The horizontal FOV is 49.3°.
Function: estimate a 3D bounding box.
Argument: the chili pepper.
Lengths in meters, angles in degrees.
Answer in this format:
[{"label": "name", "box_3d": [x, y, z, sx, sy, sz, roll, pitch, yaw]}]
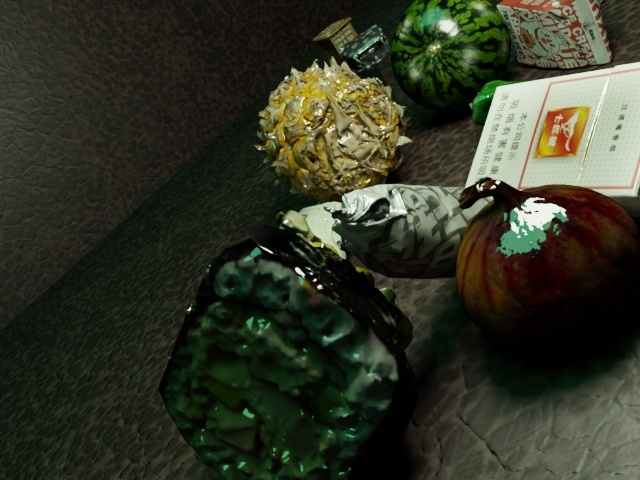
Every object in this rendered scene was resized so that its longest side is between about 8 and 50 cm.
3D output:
[{"label": "chili pepper", "box_3d": [0.406, -0.272, 1.414, 0.136, 0.099, 0.270, -54, 30, -12]}]

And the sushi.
[{"label": "sushi", "box_3d": [-0.021, 0.152, 0.961, 0.327, 0.329, 0.285, -67, -11, 20]}]

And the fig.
[{"label": "fig", "box_3d": [0.282, 0.028, 0.888, 0.235, 0.214, 0.235, -9, 42, 8]}]

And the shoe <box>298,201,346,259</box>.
[{"label": "shoe", "box_3d": [0.000, 0.000, 1.413, 0.210, 0.132, 0.342, -44, 20, -13]}]

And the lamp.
[{"label": "lamp", "box_3d": [0.112, -0.410, 1.800, 0.090, 0.325, 0.089, -43, 23, -13]}]

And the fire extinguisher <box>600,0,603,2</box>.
[{"label": "fire extinguisher", "box_3d": [0.669, -0.589, 1.753, 0.083, 0.025, 0.038, -27, 47, 21]}]

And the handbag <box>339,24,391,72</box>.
[{"label": "handbag", "box_3d": [0.118, -0.431, 1.628, 0.115, 0.072, 0.139, -31, 33, 5]}]

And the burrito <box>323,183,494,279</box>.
[{"label": "burrito", "box_3d": [0.147, -0.013, 0.983, 0.101, 0.138, 0.446, -15, -8, 38]}]

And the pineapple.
[{"label": "pineapple", "box_3d": [0.030, -0.246, 1.592, 0.352, 0.352, 0.300, -40, 22, -9]}]

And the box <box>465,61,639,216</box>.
[{"label": "box", "box_3d": [0.396, -0.151, 1.092, 0.330, 0.095, 0.210, 8, 77, 57]}]

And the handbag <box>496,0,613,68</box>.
[{"label": "handbag", "box_3d": [0.543, -0.481, 1.550, 0.151, 0.171, 0.298, -33, 27, -2]}]

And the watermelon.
[{"label": "watermelon", "box_3d": [0.305, -0.450, 1.657, 0.285, 0.285, 0.285, -30, 23, 14]}]
